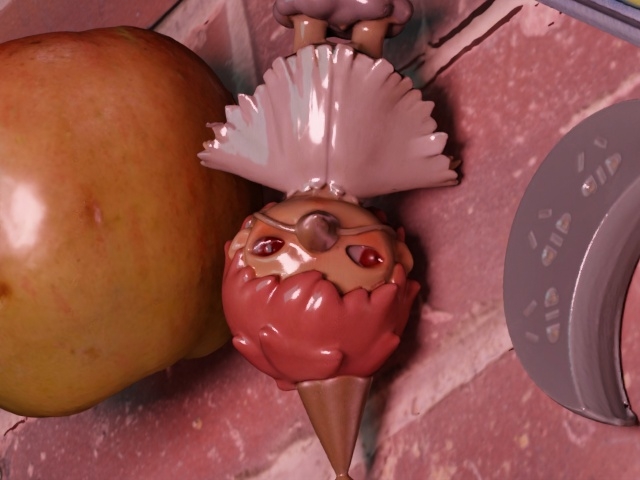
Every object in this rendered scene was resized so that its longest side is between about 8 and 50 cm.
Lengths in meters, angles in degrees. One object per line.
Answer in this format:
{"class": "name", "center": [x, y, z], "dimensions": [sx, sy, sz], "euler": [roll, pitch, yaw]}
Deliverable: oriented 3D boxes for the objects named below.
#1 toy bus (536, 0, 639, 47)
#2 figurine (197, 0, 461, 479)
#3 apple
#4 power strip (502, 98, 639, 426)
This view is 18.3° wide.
{"class": "toy bus", "center": [0.233, -0.228, 1.337], "dimensions": [0.312, 0.152, 0.190], "euler": [35, 105, 52]}
{"class": "figurine", "center": [0.000, 0.000, 1.534], "dimensions": [0.166, 0.207, 0.386], "euler": [88, -173, -83]}
{"class": "apple", "center": [-0.201, -0.011, 1.678], "dimensions": [0.338, 0.338, 0.305], "euler": [-32, 74, 42]}
{"class": "power strip", "center": [0.206, -0.009, 1.376], "dimensions": [0.167, 0.054, 0.253], "euler": [34, 106, 50]}
